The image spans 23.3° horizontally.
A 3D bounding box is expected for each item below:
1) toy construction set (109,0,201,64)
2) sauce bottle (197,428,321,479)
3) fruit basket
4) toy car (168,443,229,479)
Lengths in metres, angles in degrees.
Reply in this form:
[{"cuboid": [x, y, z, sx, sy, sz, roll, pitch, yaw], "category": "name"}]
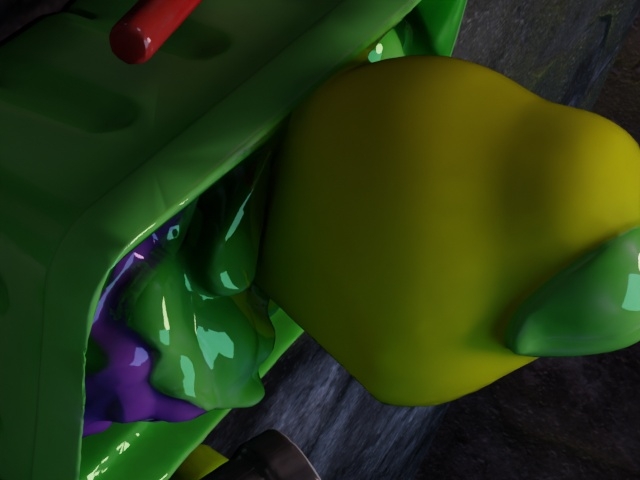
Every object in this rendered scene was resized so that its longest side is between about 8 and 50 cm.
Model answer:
[{"cuboid": [0.008, -0.248, 0.754, 0.309, 0.257, 0.237, -47, -172, 35], "category": "toy construction set"}, {"cuboid": [-0.147, 0.222, 0.857, 0.344, 0.111, 0.111, -32, 154, -20], "category": "sauce bottle"}, {"cuboid": [0.000, 0.000, 0.831, 0.392, 0.392, 0.283, -45, 159, -43], "category": "fruit basket"}, {"cuboid": [-0.175, 0.150, 0.974, 0.149, 0.155, 0.188, -61, 152, 0], "category": "toy car"}]
